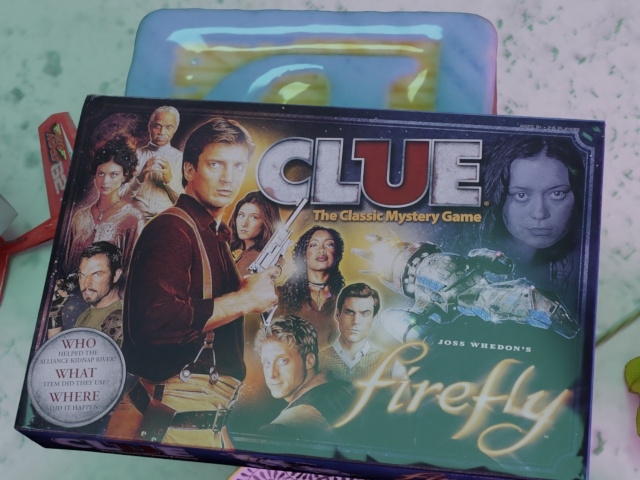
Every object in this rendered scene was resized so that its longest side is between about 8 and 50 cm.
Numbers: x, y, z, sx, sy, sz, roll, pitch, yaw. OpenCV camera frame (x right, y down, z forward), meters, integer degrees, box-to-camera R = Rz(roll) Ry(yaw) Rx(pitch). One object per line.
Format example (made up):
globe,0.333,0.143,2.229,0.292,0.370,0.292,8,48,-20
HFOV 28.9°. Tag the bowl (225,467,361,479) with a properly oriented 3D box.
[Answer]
bowl,0.015,0.195,0.679,0.170,0.080,0.170,-3,68,8

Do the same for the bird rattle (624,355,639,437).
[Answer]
bird rattle,0.305,0.076,0.687,0.254,0.143,0.206,-18,78,-13

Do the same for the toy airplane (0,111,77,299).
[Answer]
toy airplane,-0.178,-0.004,0.816,0.151,0.028,0.151,-2,73,7

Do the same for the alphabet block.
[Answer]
alphabet block,0.000,0.000,0.697,0.194,0.197,0.192,4,68,10

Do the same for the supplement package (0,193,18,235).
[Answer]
supplement package,-0.342,-0.020,0.765,0.203,0.149,0.194,32,78,29

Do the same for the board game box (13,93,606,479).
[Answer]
board game box,-0.001,0.021,0.557,0.243,0.042,0.165,3,69,10
